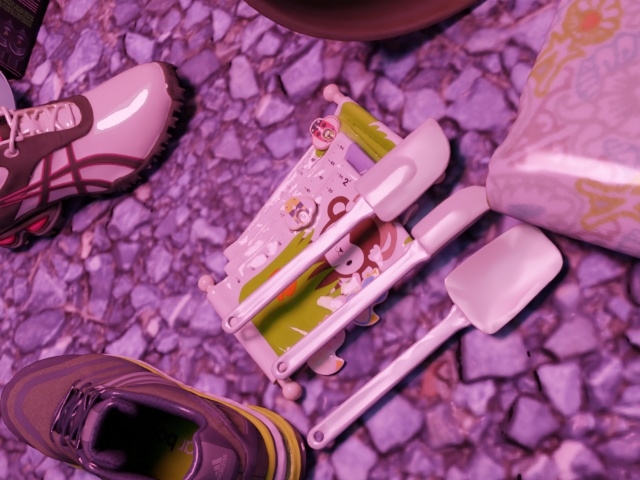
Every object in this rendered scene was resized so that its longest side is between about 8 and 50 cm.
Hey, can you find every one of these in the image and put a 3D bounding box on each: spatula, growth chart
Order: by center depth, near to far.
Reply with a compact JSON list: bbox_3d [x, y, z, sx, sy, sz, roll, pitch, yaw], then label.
[{"bbox_3d":[0.046,0.039,0.686,0.242,0.019,0.168,-42,69,7],"label":"spatula"},{"bbox_3d":[0.000,0.000,0.744,0.172,0.021,0.237,37,92,33],"label":"growth chart"}]

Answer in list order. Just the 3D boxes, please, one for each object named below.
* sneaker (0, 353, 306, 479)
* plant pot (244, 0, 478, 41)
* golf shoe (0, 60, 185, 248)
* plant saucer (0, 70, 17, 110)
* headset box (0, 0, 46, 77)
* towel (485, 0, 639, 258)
[{"bbox_3d":[-0.161,0.146,0.718,0.299,0.121,0.111,5,74,31],"label":"sneaker"},{"bbox_3d":[0.016,-0.371,0.703,0.323,0.323,0.280,-36,53,13],"label":"plant pot"},{"bbox_3d":[-0.256,-0.091,0.867,0.272,0.120,0.105,-35,57,13],"label":"golf shoe"},{"bbox_3d":[-0.381,-0.148,0.992,0.119,0.021,0.119,6,103,24],"label":"plant saucer"},{"bbox_3d":[-0.446,-0.331,1.057,0.246,0.131,0.283,5,74,31],"label":"headset box"},{"bbox_3d":[0.321,-0.145,0.579,0.320,0.090,0.375,20,82,36],"label":"towel"}]
